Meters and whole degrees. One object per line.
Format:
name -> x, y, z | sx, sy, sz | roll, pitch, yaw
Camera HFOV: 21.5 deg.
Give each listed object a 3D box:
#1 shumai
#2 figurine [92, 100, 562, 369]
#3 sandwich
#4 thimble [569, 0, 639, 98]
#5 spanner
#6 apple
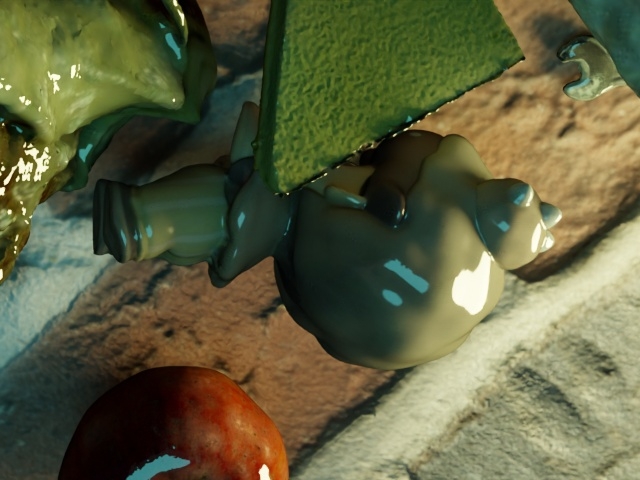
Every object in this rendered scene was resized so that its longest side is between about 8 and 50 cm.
shumai -> -0.253, -0.136, 1.315 | 0.348, 0.395, 0.395 | -20, 122, -17
figurine -> -0.001, 0.000, 1.440 | 0.381, 0.203, 0.248 | 8, 154, -13
sandwich -> 0.015, -0.181, 1.355 | 0.245, 0.063, 0.212 | -30, 97, -20
thimble -> 0.309, -0.188, 1.304 | 0.195, 0.291, 0.291 | -34, 116, 11
spanner -> 0.358, -0.152, 1.486 | 0.302, 0.017, 0.071 | -2, 120, -1
apple -> -0.138, 0.223, 1.575 | 0.234, 0.234, 0.234 | -1, 120, -1
